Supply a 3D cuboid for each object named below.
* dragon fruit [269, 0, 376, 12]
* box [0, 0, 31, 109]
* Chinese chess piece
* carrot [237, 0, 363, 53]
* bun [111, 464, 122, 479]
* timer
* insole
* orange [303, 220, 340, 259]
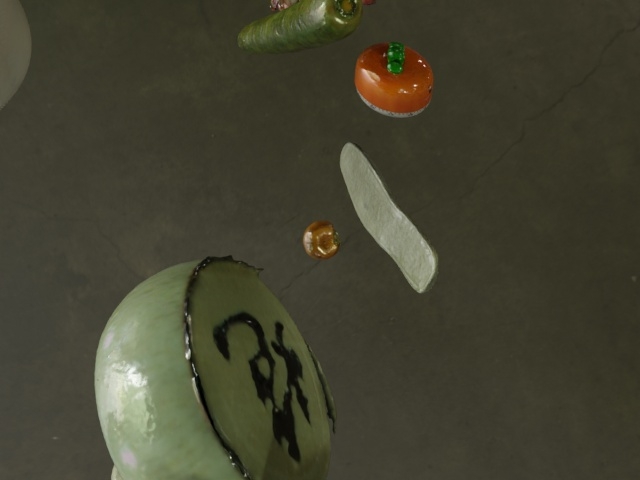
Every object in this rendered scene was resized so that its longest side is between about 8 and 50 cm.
[{"bbox_3d":[0.008,-0.725,1.684,0.296,0.314,0.263,-21,114,-26],"label":"dragon fruit"},{"bbox_3d":[-0.337,-0.116,0.427,0.141,0.349,0.289,44,79,-6],"label":"box"},{"bbox_3d":[-0.116,0.191,0.824,0.146,0.349,0.349,-26,79,17],"label":"Chinese chess piece"},{"bbox_3d":[-0.050,-0.319,0.994,0.074,0.358,0.074,-4,99,-29],"label":"carrot"},{"bbox_3d":[-0.264,0.399,1.107,0.164,0.111,0.188,1,42,4],"label":"bun"},{"bbox_3d":[0.116,-0.261,1.026,0.136,0.136,0.099,25,62,-6],"label":"timer"},{"bbox_3d":[0.058,-0.026,0.613,0.010,0.063,0.192,-6,42,-24],"label":"insole"},{"bbox_3d":[0.000,0.000,1.421,0.086,0.062,0.086,-3,100,-17],"label":"orange"}]
